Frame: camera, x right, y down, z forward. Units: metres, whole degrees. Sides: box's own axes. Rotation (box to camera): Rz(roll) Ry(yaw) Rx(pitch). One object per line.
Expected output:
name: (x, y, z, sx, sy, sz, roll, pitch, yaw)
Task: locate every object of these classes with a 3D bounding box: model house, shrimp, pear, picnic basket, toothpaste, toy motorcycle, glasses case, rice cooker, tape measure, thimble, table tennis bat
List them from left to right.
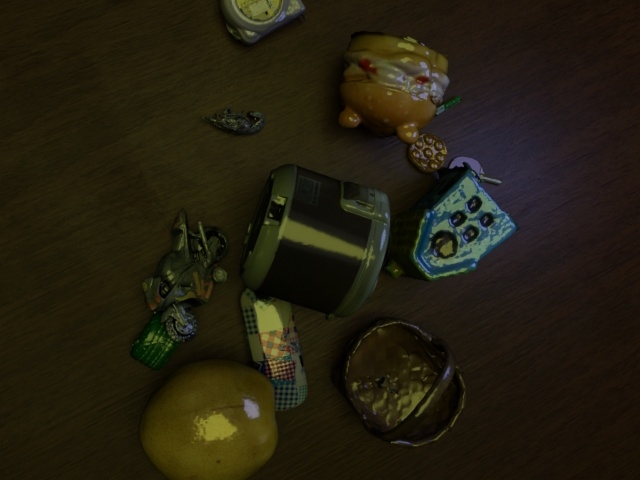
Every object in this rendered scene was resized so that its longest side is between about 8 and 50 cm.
thimble: (-0.388, 0.240, 1.604, 0.090, 0.118, 0.130, 35, 110, -14)
toy motorcycle: (-0.323, 0.082, 1.591, 0.173, 0.108, 0.307, 30, 60, -27)
pear: (-0.248, 0.416, 1.541, 0.315, 0.314, 0.314, 0, 90, -12)
shrimp: (-0.219, -0.299, 1.670, 0.165, 0.056, 0.065, 8, 104, -22)
tape measure: (-0.155, -0.591, 1.664, 0.196, 0.105, 0.178, -27, 103, -9)
glasses case: (-0.117, 0.263, 1.681, 0.125, 0.076, 0.327, -12, 92, -10)
rice cooker: (0.000, 0.000, 1.587, 0.325, 0.335, 0.335, 18, 86, -11)
picnic basket: (0.215, 0.356, 1.632, 0.337, 0.337, 0.293, 42, 82, -9)
model house: (0.300, -0.012, 1.693, 0.303, 0.237, 0.215, -45, 98, -7)
toothpaste: (0.339, -0.361, 1.807, 0.083, 0.020, 0.017, -31, 94, -10)
table tennis bat: (0.419, -0.177, 1.830, 0.157, 0.013, 0.087, 12, 85, -10)

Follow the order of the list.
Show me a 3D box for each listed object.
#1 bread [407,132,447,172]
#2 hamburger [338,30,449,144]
bread: (0.285, -0.233, 1.794, 0.110, 0.024, 0.110, 0, 89, -13)
hamburger: (0.172, -0.360, 1.653, 0.277, 0.276, 0.236, 14, 89, -12)
